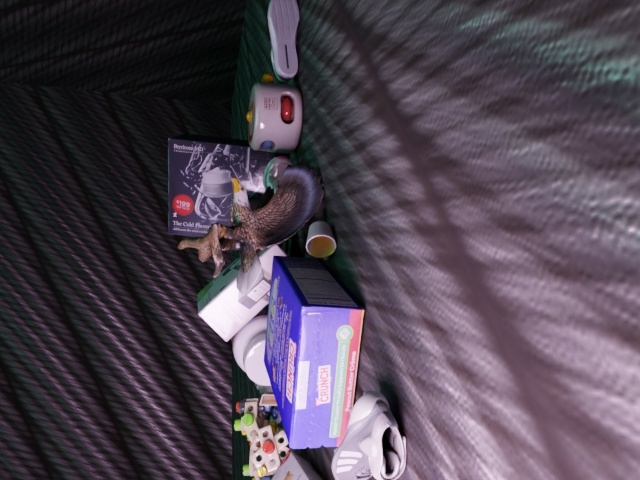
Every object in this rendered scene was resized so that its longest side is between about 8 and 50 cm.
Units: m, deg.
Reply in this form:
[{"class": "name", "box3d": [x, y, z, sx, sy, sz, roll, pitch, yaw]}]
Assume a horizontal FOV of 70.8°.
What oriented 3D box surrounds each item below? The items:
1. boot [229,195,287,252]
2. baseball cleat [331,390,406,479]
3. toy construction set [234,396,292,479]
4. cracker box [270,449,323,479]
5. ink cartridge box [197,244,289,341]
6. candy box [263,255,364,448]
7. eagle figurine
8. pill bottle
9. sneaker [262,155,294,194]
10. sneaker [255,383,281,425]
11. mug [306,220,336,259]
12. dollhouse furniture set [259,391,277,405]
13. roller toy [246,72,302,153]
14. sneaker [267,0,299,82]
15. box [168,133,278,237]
[{"class": "boot", "box3d": [-0.195, -0.029, 1.404, 0.085, 0.178, 0.237, -142, 56, -71]}, {"class": "baseball cleat", "box3d": [0.067, 0.320, 0.651, 0.109, 0.071, 0.206, -126, 36, -55]}, {"class": "toy construction set", "box3d": [-0.162, 0.556, 1.237, 0.328, 0.150, 0.215, 103, 167, -57]}, {"class": "cracker box", "box3d": [-0.062, 0.567, 0.962, 0.156, 0.067, 0.232, -57, 8, -15]}, {"class": "ink cartridge box", "box3d": [-0.202, 0.120, 1.251, 0.115, 0.273, 0.198, 49, 174, -17]}, {"class": "candy box", "box3d": [-0.029, 0.200, 0.906, 0.317, 0.122, 0.269, -134, 49, -70]}, {"class": "eagle figurine", "box3d": [-0.141, -0.046, 1.030, 0.226, 0.298, 0.226, 31, 127, 32]}, {"class": "pill bottle", "box3d": [-0.166, 0.277, 1.285, 0.318, 0.176, 0.177, -143, 56, -71]}, {"class": "sneaker", "box3d": [-0.102, -0.106, 1.254, 0.111, 0.102, 0.253, -126, 33, -59]}, {"class": "sneaker", "box3d": [-0.157, 0.459, 1.396, 0.087, 0.092, 0.229, -177, 87, -73]}, {"class": "mug", "box3d": [-0.003, -0.002, 0.944, 0.064, 0.062, 0.078, -95, 21, -48]}, {"class": "dollhouse furniture set", "box3d": [-0.099, 0.439, 1.147, 0.081, 0.114, 0.091, 38, 113, 59]}, {"class": "roller toy", "box3d": [-0.139, -0.353, 1.290, 0.191, 0.146, 0.210, -109, 26, -50]}, {"class": "sneaker", "box3d": [-0.116, -0.596, 1.322, 0.091, 0.094, 0.259, 180, 90, -70]}, {"class": "box", "box3d": [-0.316, -0.176, 1.501, 0.179, 0.342, 0.313, -92, 7, -73]}]
